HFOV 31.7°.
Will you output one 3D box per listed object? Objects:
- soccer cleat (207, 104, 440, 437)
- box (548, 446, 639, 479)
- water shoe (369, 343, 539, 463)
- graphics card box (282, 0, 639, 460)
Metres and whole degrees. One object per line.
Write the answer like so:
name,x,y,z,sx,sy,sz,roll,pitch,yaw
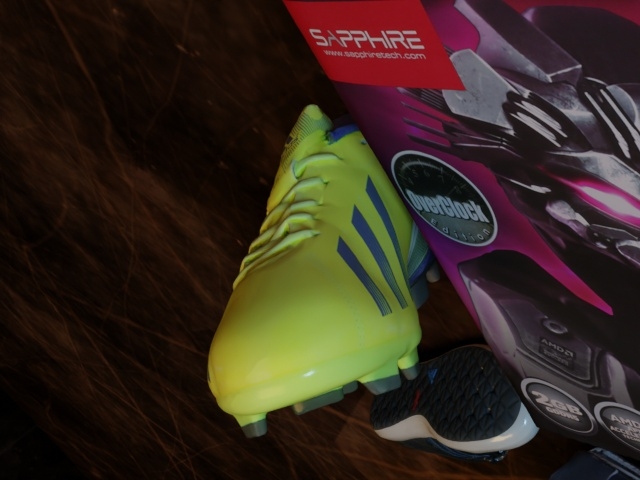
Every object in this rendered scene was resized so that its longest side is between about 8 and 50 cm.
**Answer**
soccer cleat,-0.001,0.000,0.529,0.093,0.289,0.121,-17,99,14
box,0.306,0.430,0.615,0.480,0.297,0.472,49,174,-19
water shoe,0.111,0.119,0.793,0.080,0.073,0.203,24,166,-19
graphics card box,0.126,-0.042,0.433,0.233,0.094,0.371,12,145,48
